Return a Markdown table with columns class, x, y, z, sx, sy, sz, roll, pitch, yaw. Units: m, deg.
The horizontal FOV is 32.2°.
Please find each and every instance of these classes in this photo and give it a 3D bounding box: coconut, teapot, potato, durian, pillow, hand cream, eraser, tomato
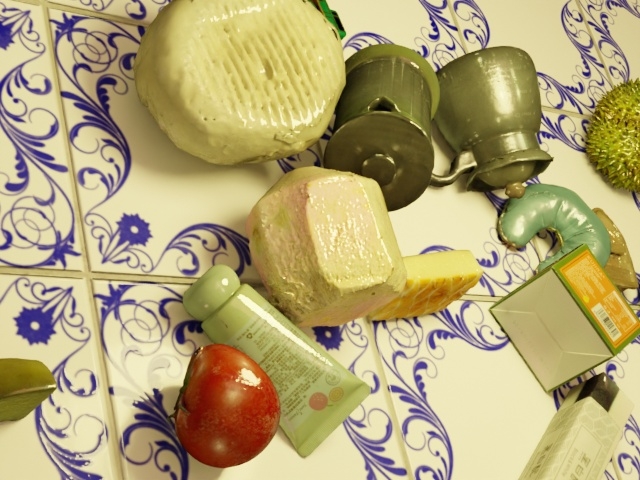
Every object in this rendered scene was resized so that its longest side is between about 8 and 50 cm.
| class | x | y | z | sx | sy | sz | roll | pitch | yaw |
| --- | --- | --- | --- | --- | --- | --- | --- | --- | --- |
| coconut | 0.000 | 0.000 | 1.741 | 0.233 | 0.233 | 0.245 | -6 | 68 | -41 |
| teapot | 0.104 | -0.165 | 1.925 | 0.200 | 0.270 | 0.337 | 7 | 30 | 2 |
| teapot | 0.318 | -0.212 | 2.161 | 0.305 | 0.223 | 0.285 | -3 | 70 | -43 |
| potato | -0.414 | 0.175 | 1.367 | 0.149 | 0.120 | 0.081 | -3 | 64 | -41 |
| durian | 0.739 | -0.238 | 2.498 | 0.291 | 0.224 | 0.291 | 15 | 62 | -31 |
| pillow | 0.466 | -0.013 | 2.208 | 0.214 | 0.086 | 0.233 | -30 | 74 | -29 |
| hand cream | -0.075 | 0.166 | 1.658 | 0.147 | 0.093 | 0.306 | -44 | 92 | -9 |
| eraser | 0.422 | 0.385 | 1.902 | 0.096 | 0.098 | 0.404 | 47 | 43 | -2 |
| tomato | -0.127 | 0.231 | 1.532 | 0.167 | 0.167 | 0.167 | 20 | 50 | -27 |

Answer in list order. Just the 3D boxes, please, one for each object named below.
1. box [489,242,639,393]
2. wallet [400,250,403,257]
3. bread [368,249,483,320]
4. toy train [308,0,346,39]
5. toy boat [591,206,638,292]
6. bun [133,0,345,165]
| class | x | y | z | sx | sy | sz | roll | pitch | yaw |
| --- | --- | --- | --- | --- | --- | --- | --- | --- | --- |
| box | 0.455 | 0.141 | 2.041 | 0.148 | 0.177 | 0.195 | -28 | 80 | -45 |
| wallet | 0.095 | 0.038 | 1.938 | 0.122 | 0.025 | 0.061 | 9 | 54 | -34 |
| bread | 0.172 | 0.078 | 1.900 | 0.188 | 0.125 | 0.068 | -5 | 58 | -41 |
| toy train | -0.032 | -0.443 | 2.130 | 0.136 | 0.091 | 0.228 | 5 | 56 | -49 |
| toy boat | 0.583 | 0.023 | 2.310 | 0.116 | 0.061 | 0.188 | 11 | 55 | -31 |
| bun | -0.134 | -0.264 | 1.839 | 0.359 | 0.211 | 0.360 | 11 | 59 | -20 |
